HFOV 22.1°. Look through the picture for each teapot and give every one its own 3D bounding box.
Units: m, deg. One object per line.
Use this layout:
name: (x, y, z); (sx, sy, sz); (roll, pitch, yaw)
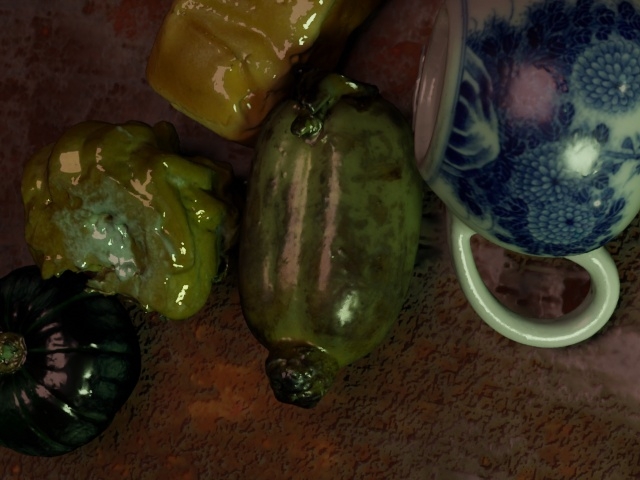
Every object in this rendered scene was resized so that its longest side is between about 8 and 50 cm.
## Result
teapot: (0.226, -0.105, 1.369); (0.280, 0.252, 0.424); (10, 110, -6)

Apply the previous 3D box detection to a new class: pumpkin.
pumpkin: (-0.280, 0.120, 1.656); (0.202, 0.140, 0.202); (-6, 78, 26)

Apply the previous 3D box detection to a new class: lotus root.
lotus root: (0.000, 0.000, 1.510); (0.173, 0.173, 0.309); (5, 84, 30)

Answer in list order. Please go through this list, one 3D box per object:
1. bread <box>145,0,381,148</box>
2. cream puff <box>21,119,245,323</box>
bread: (-0.043, -0.240, 1.585); (0.167, 0.132, 0.294); (38, 100, 21)
cream puff: (-0.176, -0.041, 1.604); (0.221, 0.195, 0.194); (23, 94, 10)
